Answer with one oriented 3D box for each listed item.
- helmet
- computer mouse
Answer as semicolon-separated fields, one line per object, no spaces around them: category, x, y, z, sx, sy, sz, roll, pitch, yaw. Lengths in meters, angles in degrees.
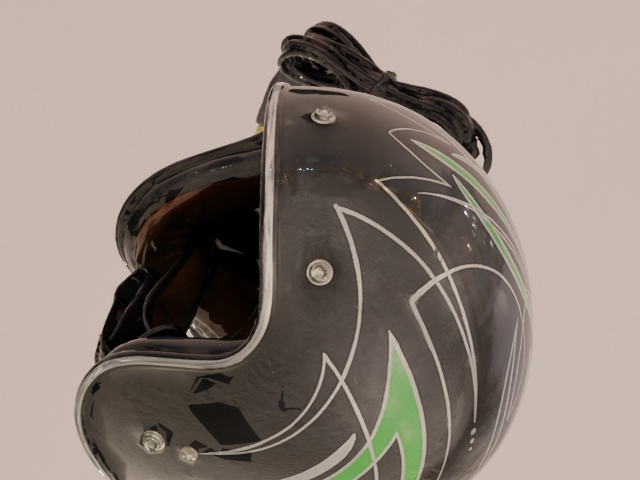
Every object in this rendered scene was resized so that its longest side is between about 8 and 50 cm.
helmet;0.001;0.028;0.625;0.161;0.169;0.169;-27;-66;22
computer mouse;0.000;0.000;1.022;0.060;0.184;0.262;-17;-45;-36
